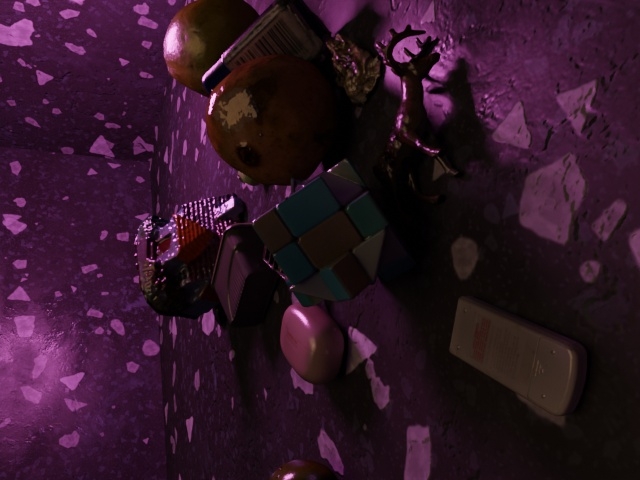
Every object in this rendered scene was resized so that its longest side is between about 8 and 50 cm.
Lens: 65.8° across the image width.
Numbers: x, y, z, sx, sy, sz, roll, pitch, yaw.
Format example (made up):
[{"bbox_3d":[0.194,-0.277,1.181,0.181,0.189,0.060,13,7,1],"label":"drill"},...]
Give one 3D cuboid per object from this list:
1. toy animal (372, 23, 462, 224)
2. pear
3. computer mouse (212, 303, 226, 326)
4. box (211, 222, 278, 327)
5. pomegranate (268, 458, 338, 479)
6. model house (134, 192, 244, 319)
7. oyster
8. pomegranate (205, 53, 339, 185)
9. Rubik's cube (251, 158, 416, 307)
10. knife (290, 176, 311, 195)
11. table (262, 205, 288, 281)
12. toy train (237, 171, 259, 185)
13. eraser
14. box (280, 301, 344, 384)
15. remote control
[{"bbox_3d":[0.132,-0.182,0.786,0.243,0.087,0.260,-61,39,38],"label":"toy animal"},{"bbox_3d":[-0.296,-0.531,1.395,0.375,0.287,0.287,9,97,28],"label":"pear"},{"bbox_3d":[-0.369,0.244,1.785,0.079,0.047,0.135,-167,79,-64],"label":"computer mouse"},{"bbox_3d":[-0.208,0.101,1.399,0.178,0.138,0.274,59,141,39],"label":"box"},{"bbox_3d":[-0.056,0.518,0.951,0.180,0.210,0.180,-176,90,-67],"label":"pomegranate"},{"bbox_3d":[-0.378,0.033,1.628,0.339,0.297,0.360,-30,55,23],"label":"model house"},{"bbox_3d":[0.059,-0.338,0.985,0.165,0.053,0.108,60,149,37],"label":"oyster"},{"bbox_3d":[-0.102,-0.255,1.051,0.281,0.281,0.281,-11,78,63],"label":"pomegranate"},{"bbox_3d":[0.023,0.000,0.832,0.213,0.224,0.265,55,-170,-6],"label":"Rubik's cube"},{"bbox_3d":[0.000,0.000,1.059,0.053,0.123,0.278,-68,-20,-68],"label":"knife"},{"bbox_3d":[-0.072,0.009,1.197,0.175,0.062,0.146,38,121,57],"label":"table"},{"bbox_3d":[-0.188,-0.275,1.432,0.157,0.105,0.253,59,139,27],"label":"toy train"},{"bbox_3d":[-0.129,-0.420,1.159,0.332,0.155,0.101,-26,27,41],"label":"eraser"},{"bbox_3d":[-0.021,0.213,1.046,0.200,0.088,0.146,31,114,59],"label":"box"},{"bbox_3d":[0.235,0.136,0.609,0.190,0.029,0.087,24,109,62],"label":"remote control"}]
